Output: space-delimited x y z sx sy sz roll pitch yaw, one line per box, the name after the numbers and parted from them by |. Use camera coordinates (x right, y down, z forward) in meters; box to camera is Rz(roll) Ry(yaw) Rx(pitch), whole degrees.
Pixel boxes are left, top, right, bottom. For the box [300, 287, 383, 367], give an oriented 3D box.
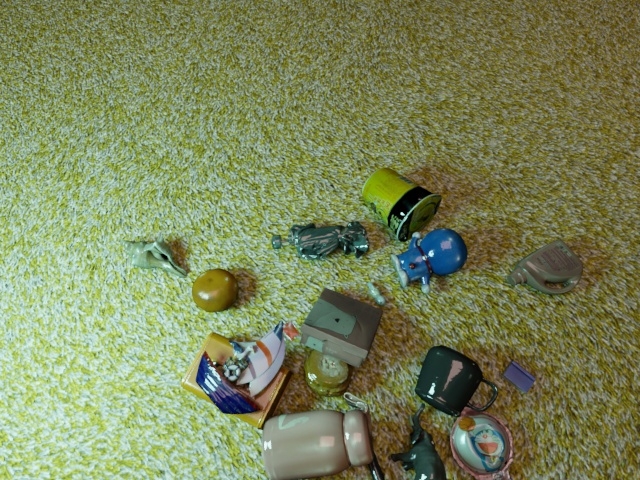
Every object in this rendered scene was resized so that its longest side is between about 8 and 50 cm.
0.068 0.271 1.283 0.215 0.086 0.215 21 32 10 | box

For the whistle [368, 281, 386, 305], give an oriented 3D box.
0.195 0.186 1.398 0.035 0.035 0.100 -28 66 -11 | whistle

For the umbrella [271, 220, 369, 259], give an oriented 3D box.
0.000 0.000 1.457 0.350 0.094 0.143 -5 46 -7 | umbrella

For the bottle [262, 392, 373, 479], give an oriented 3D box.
-0.001 0.549 1.137 0.298 0.173 0.206 -12 50 9 | bottle

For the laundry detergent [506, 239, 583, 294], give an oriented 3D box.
0.778 0.115 1.392 0.237 0.076 0.171 -28 68 -11 | laundry detergent

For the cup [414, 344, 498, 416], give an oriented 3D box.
0.400 0.429 1.199 0.223 0.169 0.176 25 73 28 | cup

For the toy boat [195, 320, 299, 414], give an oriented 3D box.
-0.192 0.372 1.162 0.319 0.071 0.218 -17 62 -17 | toy boat

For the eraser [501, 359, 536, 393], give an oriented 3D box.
0.625 0.431 1.275 0.085 0.027 0.063 39 71 18 | eraser

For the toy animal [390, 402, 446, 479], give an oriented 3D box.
0.273 0.605 1.145 0.137 0.082 0.269 -40 21 19 | toy animal

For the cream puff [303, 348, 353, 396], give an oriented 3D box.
0.023 0.407 1.252 0.150 0.115 0.165 0 47 -8 | cream puff

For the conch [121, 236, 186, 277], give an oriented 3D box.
-0.592 0.041 1.443 0.234 0.137 0.114 5 39 -6 | conch

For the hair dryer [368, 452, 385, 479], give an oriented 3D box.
0.148 0.636 1.150 0.070 0.128 0.255 -20 55 -7 | hair dryer

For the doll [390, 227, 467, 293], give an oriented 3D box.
0.377 0.065 1.400 0.257 0.161 0.215 -22 79 9 | doll

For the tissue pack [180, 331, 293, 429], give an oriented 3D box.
-0.252 0.430 1.239 0.275 0.145 0.194 22 69 12 | tissue pack

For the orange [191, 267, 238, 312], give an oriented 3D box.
-0.356 0.172 1.373 0.157 0.124 0.156 -2 47 2 | orange

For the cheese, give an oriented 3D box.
0.479 0.626 1.163 0.189 0.074 0.285 -11 66 -2 | cheese

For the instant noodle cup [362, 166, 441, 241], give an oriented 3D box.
0.282 -0.146 1.470 0.216 0.215 0.236 -36 62 -14 | instant noodle cup
